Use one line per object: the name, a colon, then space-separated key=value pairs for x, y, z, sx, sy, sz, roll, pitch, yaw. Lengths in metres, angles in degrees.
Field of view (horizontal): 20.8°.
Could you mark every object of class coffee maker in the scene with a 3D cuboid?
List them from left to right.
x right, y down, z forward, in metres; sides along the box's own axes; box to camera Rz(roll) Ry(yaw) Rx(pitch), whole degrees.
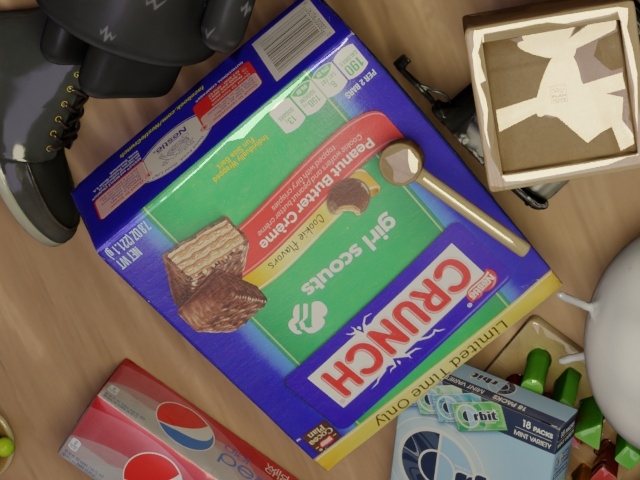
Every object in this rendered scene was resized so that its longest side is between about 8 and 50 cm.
coffee maker: x=0.186 y=-0.141 z=1.430 sx=0.171 sy=0.120 sz=0.178 roll=37 pitch=106 yaw=-24

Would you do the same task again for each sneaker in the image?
sneaker: x=-0.240 y=-0.105 z=1.577 sx=0.118 sy=0.083 sz=0.222 roll=-14 pitch=106 yaw=18

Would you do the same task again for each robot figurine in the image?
robot figurine: x=-0.140 y=-0.254 z=1.443 sx=0.209 sy=0.173 sz=0.278 roll=23 pitch=115 yaw=-3
robot figurine: x=0.373 y=0.090 z=1.444 sx=0.353 sy=0.200 sz=0.300 roll=5 pitch=138 yaw=12

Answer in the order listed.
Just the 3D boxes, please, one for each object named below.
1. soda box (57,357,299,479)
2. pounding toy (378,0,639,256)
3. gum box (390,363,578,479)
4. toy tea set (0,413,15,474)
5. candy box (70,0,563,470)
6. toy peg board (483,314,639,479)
soda box: x=-0.114 y=0.232 z=1.677 sx=0.263 sy=0.092 sz=0.083 roll=35 pitch=114 yaw=-2
pounding toy: x=0.147 y=-0.085 z=1.348 sx=0.206 sy=0.094 sz=0.181 roll=-9 pitch=104 yaw=6
gum box: x=0.141 y=0.207 z=1.566 sx=0.157 sy=0.041 sz=0.184 roll=21 pitch=124 yaw=27
toy tea set: x=-0.466 y=0.268 z=1.749 sx=0.336 sy=0.124 sz=0.200 roll=-1 pitch=106 yaw=14
candy box: x=0.000 y=0.000 z=1.452 sx=0.268 sy=0.122 sz=0.317 roll=-40 pitch=122 yaw=6
toy peg board: x=0.206 y=0.184 z=1.589 sx=0.161 sy=0.079 sz=0.161 roll=36 pitch=115 yaw=-2
